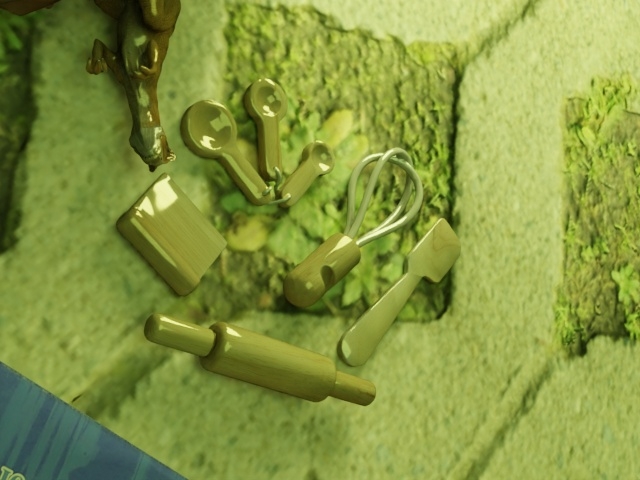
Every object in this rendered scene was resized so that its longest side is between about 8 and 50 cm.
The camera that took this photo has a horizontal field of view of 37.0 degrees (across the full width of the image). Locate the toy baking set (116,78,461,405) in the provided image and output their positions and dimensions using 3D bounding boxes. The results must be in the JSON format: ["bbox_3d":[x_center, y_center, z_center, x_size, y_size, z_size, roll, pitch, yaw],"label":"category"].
[{"bbox_3d":[-0.002,0.006,0.608,0.256,0.030,0.196,27,65,-30],"label":"toy baking set"}]

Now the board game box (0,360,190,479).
[{"bbox_3d":[-0.118,0.238,0.354,0.318,0.066,0.317,46,51,-43],"label":"board game box"}]

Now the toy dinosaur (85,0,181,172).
[{"bbox_3d":[-0.102,-0.144,0.563,0.112,0.064,0.211,40,57,-55],"label":"toy dinosaur"}]

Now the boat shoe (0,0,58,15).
[{"bbox_3d":[-0.145,-0.148,0.475,0.178,0.060,0.064,-9,66,-6],"label":"boat shoe"}]
